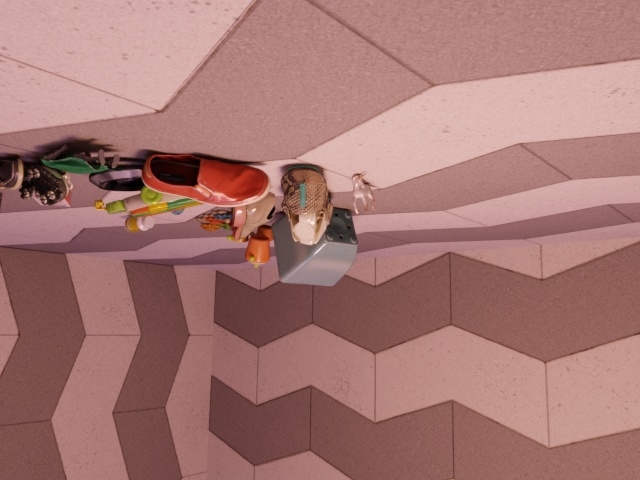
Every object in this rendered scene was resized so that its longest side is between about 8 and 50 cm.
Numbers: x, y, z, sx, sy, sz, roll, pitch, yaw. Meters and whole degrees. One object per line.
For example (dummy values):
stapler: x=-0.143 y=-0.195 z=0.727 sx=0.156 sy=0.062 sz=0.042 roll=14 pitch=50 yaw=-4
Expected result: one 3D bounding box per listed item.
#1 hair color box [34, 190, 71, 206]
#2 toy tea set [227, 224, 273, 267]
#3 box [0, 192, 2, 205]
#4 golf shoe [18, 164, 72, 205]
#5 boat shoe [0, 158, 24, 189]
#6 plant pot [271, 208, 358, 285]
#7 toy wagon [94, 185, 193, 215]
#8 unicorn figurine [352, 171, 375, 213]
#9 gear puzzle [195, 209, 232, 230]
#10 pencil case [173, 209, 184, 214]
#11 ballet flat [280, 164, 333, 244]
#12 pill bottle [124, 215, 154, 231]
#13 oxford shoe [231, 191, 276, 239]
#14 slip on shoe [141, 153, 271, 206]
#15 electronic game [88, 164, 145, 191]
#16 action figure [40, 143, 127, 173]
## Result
hair color box: x=-0.843 y=-0.149 z=1.774 sx=0.093 sy=0.053 sz=0.167 roll=2 pitch=170 yaw=-15
toy tea set: x=-0.196 y=0.019 z=2.240 sx=0.336 sy=0.124 sz=0.200 roll=-6 pitch=-156 yaw=-38
box: x=-1.158 y=-0.048 z=1.875 sx=0.183 sy=0.231 sz=0.056 roll=-3 pitch=167 yaw=20
golf shoe: x=-0.723 y=-0.162 z=1.523 sx=0.120 sy=0.105 sz=0.273 roll=-21 pitch=-157 yaw=-40
boat shoe: x=-0.858 y=-0.176 z=1.511 sx=0.073 sy=0.080 sz=0.224 roll=3 pitch=177 yaw=-44
plant pot: x=0.000 y=0.000 z=2.081 sx=0.248 sy=0.247 sz=0.252 roll=7 pitch=149 yaw=-34
toy wagon: x=-0.461 y=-0.116 z=1.620 sx=0.344 sy=0.068 sz=0.267 roll=-14 pitch=-179 yaw=-16
unicorn figurine: x=0.121 y=-0.136 z=1.640 sx=0.060 sy=0.111 sz=0.162 roll=-11 pitch=-176 yaw=9
gear puzzle: x=-0.404 y=-0.067 z=2.277 sx=0.176 sy=0.044 sz=0.339 roll=7 pitch=170 yaw=-32
pencil case: x=-0.503 y=-0.126 z=1.840 sx=0.070 sy=0.064 sz=0.152 roll=-19 pitch=165 yaw=17
ballet flat: x=-0.043 y=-0.080 z=1.708 sx=0.164 sy=0.182 sz=0.483 roll=0 pitch=171 yaw=2
pill bottle: x=-0.714 y=-0.068 z=2.239 sx=0.116 sy=0.065 sz=0.065 roll=-6 pitch=169 yaw=34
oxford shoe: x=-0.223 y=-0.080 z=1.888 sx=0.147 sy=0.140 sz=0.397 roll=-5 pitch=174 yaw=-10
slip on shoe: x=-0.292 y=-0.160 z=1.457 sx=0.331 sy=0.123 sz=0.101 roll=8 pitch=166 yaw=-11
electronic game: x=-0.520 y=-0.176 z=1.572 sx=0.229 sy=0.048 sz=0.229 roll=-6 pitch=176 yaw=0
action figure: x=-0.606 y=-0.198 z=1.397 sx=0.232 sy=0.063 sz=0.137 roll=5 pitch=175 yaw=25
